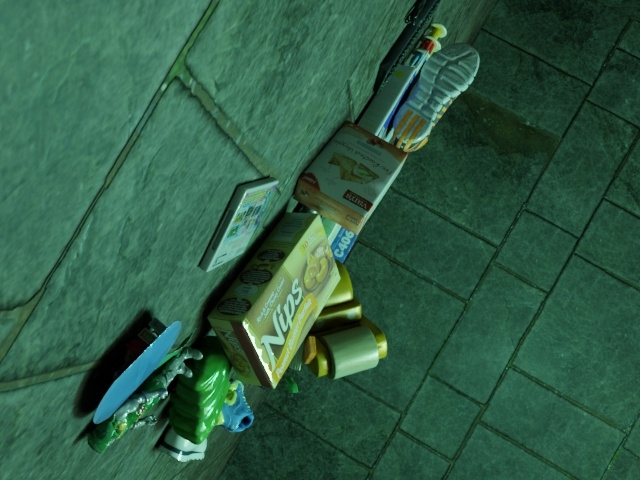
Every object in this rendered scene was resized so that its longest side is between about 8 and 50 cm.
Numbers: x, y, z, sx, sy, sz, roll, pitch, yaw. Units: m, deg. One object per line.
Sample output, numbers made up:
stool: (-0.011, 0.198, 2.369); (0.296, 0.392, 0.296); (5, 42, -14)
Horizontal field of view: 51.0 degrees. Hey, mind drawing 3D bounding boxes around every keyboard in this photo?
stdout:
keyboard: (0.220, -0.495, 1.553); (0.317, 0.033, 0.201); (-58, 173, -21)

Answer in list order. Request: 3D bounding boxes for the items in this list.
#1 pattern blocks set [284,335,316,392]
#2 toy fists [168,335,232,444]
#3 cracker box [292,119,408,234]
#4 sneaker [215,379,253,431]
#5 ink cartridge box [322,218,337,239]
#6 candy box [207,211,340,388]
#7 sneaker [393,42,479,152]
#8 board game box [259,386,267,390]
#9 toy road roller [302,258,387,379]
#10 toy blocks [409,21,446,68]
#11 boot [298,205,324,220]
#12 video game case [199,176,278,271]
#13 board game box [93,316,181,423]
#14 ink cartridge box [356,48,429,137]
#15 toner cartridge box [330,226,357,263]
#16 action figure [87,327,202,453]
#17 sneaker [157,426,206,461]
pattern blocks set: (-0.081, 0.241, 1.808); (0.285, 0.026, 0.325); (13, -80, 63)
toy fists: (-0.240, 0.306, 1.331); (0.279, 0.096, 0.142); (110, 0, -51)
cracker box: (0.066, -0.138, 1.409); (0.232, 0.156, 0.067); (-55, 172, -39)
sneaker: (-0.242, 0.482, 1.905); (0.091, 0.126, 0.240); (-62, 173, 15)
ink cartridge box: (0.000, 0.000, 1.952); (0.235, 0.056, 0.171); (-61, 174, -4)
candy box: (-0.079, 0.109, 1.328); (0.316, 0.087, 0.183); (-55, 138, -40)
sneaker: (0.285, -0.368, 1.763); (0.321, 0.124, 0.180); (-50, 175, -7)
board game box: (-0.143, 0.243, 1.612); (0.165, 0.042, 0.243); (-58, 151, -19)
toy road roller: (0.025, 0.199, 1.832); (0.329, 0.202, 0.240); (-140, -138, -57)
toy blocks: (0.285, -0.511, 1.853); (0.148, 0.054, 0.123); (-58, 172, -18)
boot: (-0.035, -0.018, 1.526); (0.208, 0.076, 0.189); (-66, 160, -7)
video game case: (-0.125, -0.029, 1.057); (0.143, 0.019, 0.157); (-62, 172, 16)
board game box: (-0.255, 0.167, 0.898); (0.169, 0.033, 0.133); (-48, 173, -37)
ink cartridge box: (0.162, -0.314, 1.756); (0.307, 0.072, 0.303); (-60, 173, -21)
toner cartridge box: (0.030, 0.055, 2.181); (0.348, 0.075, 0.165); (-62, -176, 17)
action figure: (-0.266, 0.238, 1.007); (0.137, 0.063, 0.232); (-61, 170, 33)
sneaker: (-0.299, 0.447, 1.550); (0.235, 0.090, 0.095); (92, 20, -79)
